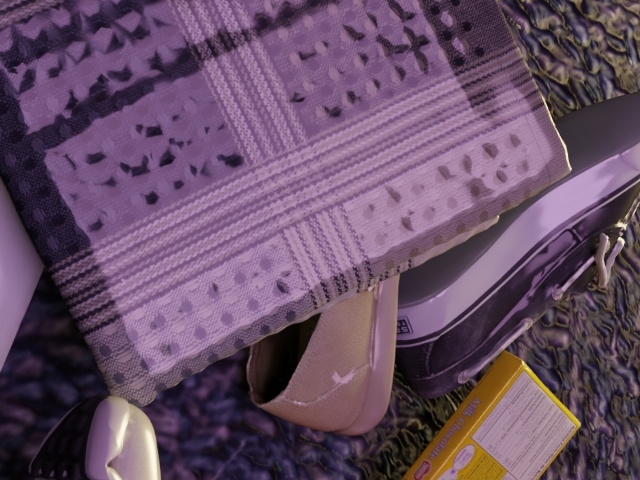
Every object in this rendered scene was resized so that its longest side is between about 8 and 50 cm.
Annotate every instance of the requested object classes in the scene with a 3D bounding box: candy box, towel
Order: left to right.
[{"bbox_3d":[-0.039,-0.106,0.693,0.324,0.056,0.312,-26,95,-15],"label":"towel"},{"bbox_3d":[0.097,0.185,0.840,0.206,0.027,0.105,-50,134,-6],"label":"candy box"}]

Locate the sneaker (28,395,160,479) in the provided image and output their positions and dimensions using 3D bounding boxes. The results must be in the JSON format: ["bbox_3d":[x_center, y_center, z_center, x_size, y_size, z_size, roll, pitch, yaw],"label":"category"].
[{"bbox_3d":[-0.098,0.226,0.620,0.118,0.110,0.292,0,88,-34],"label":"sneaker"}]

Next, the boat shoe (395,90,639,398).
[{"bbox_3d":[0.170,0.001,0.878,0.306,0.113,0.105,-41,118,-25],"label":"boat shoe"}]

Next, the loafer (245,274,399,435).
[{"bbox_3d":[0.000,0.000,0.774,0.092,0.102,0.268,-2,92,-39],"label":"loafer"}]

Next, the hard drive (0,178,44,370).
[{"bbox_3d":[-0.259,0.006,0.646,0.203,0.040,0.307,27,76,-30],"label":"hard drive"}]
